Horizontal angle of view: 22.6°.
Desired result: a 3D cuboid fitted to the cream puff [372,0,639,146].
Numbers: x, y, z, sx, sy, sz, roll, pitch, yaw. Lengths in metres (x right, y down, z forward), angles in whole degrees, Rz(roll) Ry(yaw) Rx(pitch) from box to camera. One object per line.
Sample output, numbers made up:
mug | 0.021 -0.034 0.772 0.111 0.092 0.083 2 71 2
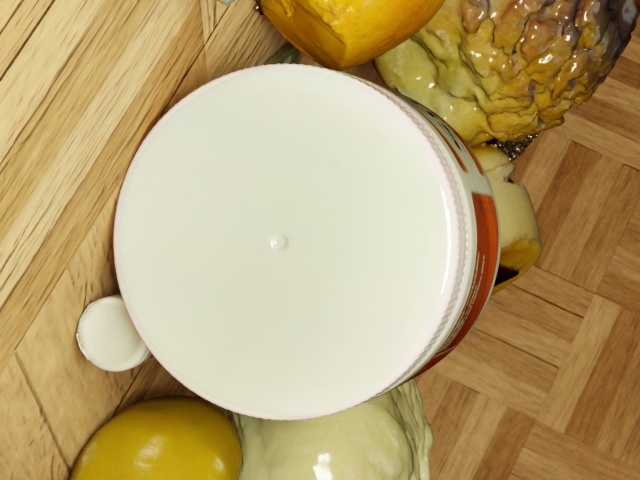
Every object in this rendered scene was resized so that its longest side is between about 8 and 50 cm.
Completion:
cream puff | 0.200 -0.242 1.614 0.327 0.231 0.343 -20 127 -61

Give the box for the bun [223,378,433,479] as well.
bun | 0.005 0.212 1.591 0.361 0.213 0.361 -173 -90 -87

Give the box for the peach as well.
peach | -0.151 0.252 1.387 0.251 0.153 0.251 -61 175 -8

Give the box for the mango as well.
mango | 0.029 -0.201 1.214 0.154 0.126 0.252 -45 168 11

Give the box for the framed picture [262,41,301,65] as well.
framed picture | -0.068 -0.073 1.412 0.136 0.010 0.201 -49 161 -55

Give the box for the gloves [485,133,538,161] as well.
gloves | 0.247 -0.208 2.364 0.210 0.135 0.312 -45 -167 5

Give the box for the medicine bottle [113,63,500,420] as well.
medicine bottle | 0.000 0.000 1.212 0.253 0.252 0.241 -66 169 7

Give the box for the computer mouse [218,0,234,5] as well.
computer mouse | -0.037 -0.241 0.938 0.145 0.082 0.236 -61 169 -27

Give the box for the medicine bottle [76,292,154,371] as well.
medicine bottle | -0.144 0.067 1.214 0.057 0.057 0.089 -66 171 8

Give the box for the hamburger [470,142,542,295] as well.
hamburger | 0.098 -0.002 1.783 0.300 0.176 0.300 -23 168 -5
